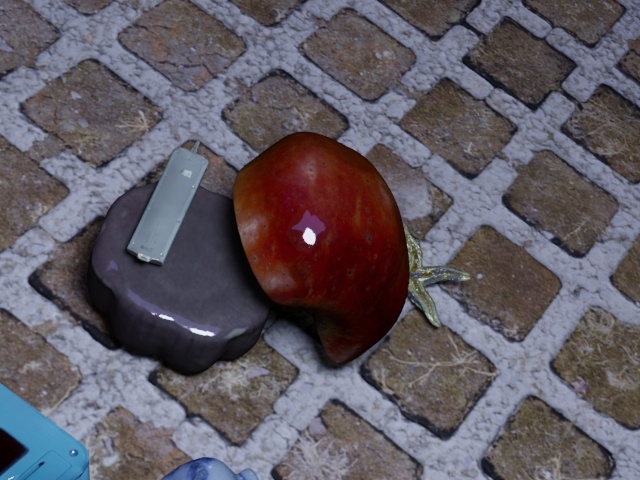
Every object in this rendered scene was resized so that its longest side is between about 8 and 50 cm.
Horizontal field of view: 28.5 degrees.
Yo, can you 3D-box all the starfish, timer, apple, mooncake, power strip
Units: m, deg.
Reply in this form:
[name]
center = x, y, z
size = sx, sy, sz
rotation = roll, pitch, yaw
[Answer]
[starfish]
center = 0.146, 0.064, 2.173
size = 0.176, 0.053, 0.208
rotation = -32, 66, -29
[timer]
center = -0.478, 0.332, 1.779
size = 0.250, 0.091, 0.232
rotation = 34, 53, 21
[apple]
center = 0.000, 0.000, 2.016
size = 0.295, 0.329, 0.365
rotation = 4, 40, -6
[mooncake]
center = -0.218, 0.060, 1.990
size = 0.306, 0.154, 0.306
rotation = 9, 53, -12
[power strip]
center = -0.233, -0.061, 1.957
size = 0.060, 0.027, 0.253
rotation = 22, 53, -2

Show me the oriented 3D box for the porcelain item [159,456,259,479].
[porcelain item]
center = -0.205, 0.394, 1.778
size = 0.259, 0.141, 0.141
rotation = -18, 64, -19
